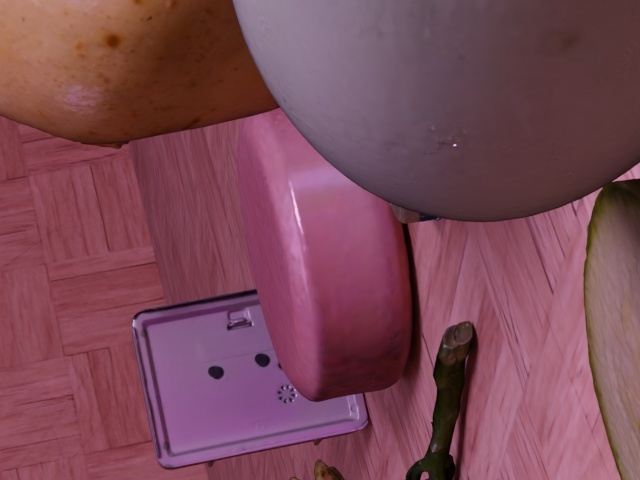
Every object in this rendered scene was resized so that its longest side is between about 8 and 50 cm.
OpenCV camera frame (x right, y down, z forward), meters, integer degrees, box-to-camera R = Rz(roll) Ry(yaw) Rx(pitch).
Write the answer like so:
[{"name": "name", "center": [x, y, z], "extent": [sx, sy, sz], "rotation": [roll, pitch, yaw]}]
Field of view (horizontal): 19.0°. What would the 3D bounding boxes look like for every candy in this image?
[{"name": "candy", "center": [0.000, 0.000, 1.507], "extent": [0.255, 0.094, 0.255], "rotation": [169, 90, -80]}]

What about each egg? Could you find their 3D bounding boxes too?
[{"name": "egg", "center": [0.065, -0.126, 0.689], "extent": [0.283, 0.203, 0.203], "rotation": [98, 160, -48]}]

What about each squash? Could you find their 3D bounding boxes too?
[{"name": "squash", "center": [0.162, 0.080, 0.827], "extent": [0.219, 0.041, 0.219], "rotation": [170, 90, -81]}]

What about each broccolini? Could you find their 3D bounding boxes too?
[{"name": "broccolini", "center": [0.077, 0.147, 1.353], "extent": [0.071, 0.057, 0.254], "rotation": [26, 146, 21]}]

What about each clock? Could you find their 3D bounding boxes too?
[{"name": "clock", "center": [-0.065, 0.122, 1.717], "extent": [0.071, 0.192, 0.147], "rotation": [125, 133, -77]}]

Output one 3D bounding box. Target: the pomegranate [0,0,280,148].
[{"name": "pomegranate", "center": [-0.089, -0.185, 0.989], "extent": [0.319, 0.319, 0.319], "rotation": [170, 90, -80]}]

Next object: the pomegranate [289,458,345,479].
[{"name": "pomegranate", "center": [0.042, 0.245, 1.337], "extent": [0.205, 0.159, 0.159], "rotation": [54, 158, 31]}]

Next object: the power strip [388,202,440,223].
[{"name": "power strip", "center": [0.052, -0.065, 1.322], "extent": [0.123, 0.032, 0.056], "rotation": [-114, 18, -56]}]
